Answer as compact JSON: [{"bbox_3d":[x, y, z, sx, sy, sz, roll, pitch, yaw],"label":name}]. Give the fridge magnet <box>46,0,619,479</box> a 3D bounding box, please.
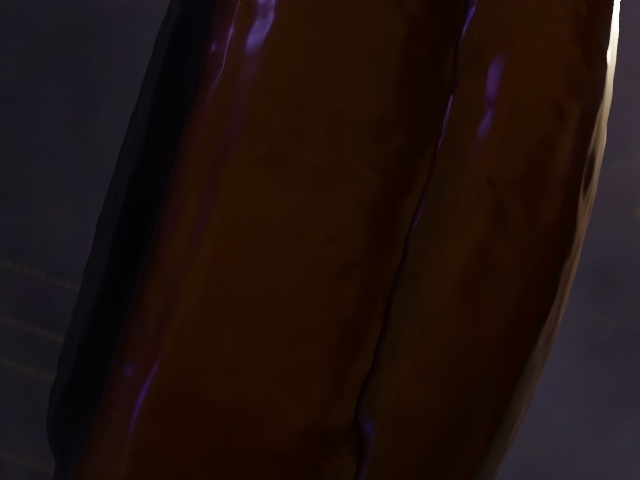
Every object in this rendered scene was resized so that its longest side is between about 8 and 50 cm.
[{"bbox_3d":[0.000,0.000,0.681,0.155,0.363,0.363,17,-104,-9],"label":"fridge magnet"}]
